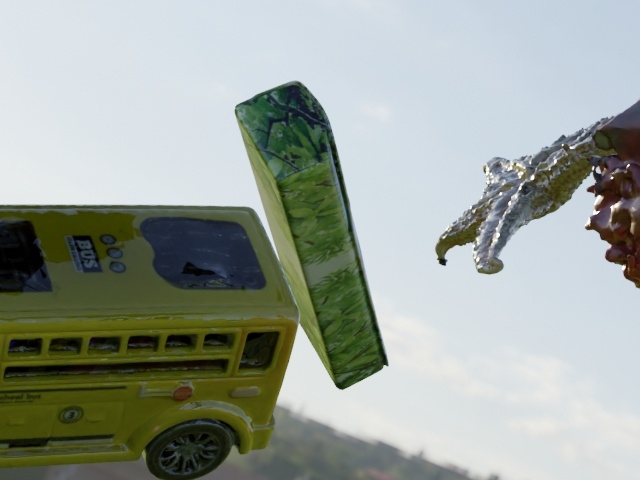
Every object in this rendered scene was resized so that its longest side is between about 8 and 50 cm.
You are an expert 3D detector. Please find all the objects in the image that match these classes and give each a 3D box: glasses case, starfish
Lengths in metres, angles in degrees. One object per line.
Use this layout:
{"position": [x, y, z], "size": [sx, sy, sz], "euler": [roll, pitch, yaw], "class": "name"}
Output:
{"position": [0.000, 0.000, 1.570], "size": [0.095, 0.062, 0.272], "euler": [59, -10, 39], "class": "glasses case"}
{"position": [0.176, -0.048, 1.463], "size": [0.048, 0.231, 0.295], "euler": [59, 16, -8], "class": "starfish"}

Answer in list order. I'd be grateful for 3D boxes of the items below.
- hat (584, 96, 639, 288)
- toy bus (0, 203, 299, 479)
{"position": [0.217, 0.000, 0.762], "size": [0.286, 0.236, 0.107], "euler": [24, -21, 44], "class": "hat"}
{"position": [-0.189, 0.056, 1.204], "size": [0.331, 0.151, 0.145], "euler": [0, 43, -25], "class": "toy bus"}
